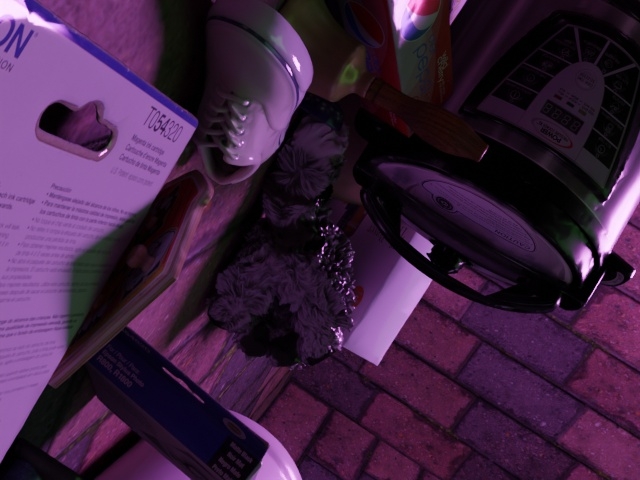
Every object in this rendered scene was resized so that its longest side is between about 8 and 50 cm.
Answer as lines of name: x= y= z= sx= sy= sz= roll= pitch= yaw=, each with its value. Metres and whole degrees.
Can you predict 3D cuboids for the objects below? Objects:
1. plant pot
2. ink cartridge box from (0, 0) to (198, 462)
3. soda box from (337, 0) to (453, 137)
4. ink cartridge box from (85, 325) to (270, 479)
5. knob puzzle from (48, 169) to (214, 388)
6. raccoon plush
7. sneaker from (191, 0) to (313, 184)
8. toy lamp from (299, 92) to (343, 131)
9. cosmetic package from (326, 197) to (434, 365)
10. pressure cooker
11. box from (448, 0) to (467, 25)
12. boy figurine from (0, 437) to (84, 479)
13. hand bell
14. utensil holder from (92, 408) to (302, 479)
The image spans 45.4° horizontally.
plant pot: x=0.128 y=-0.167 z=1.333 sx=0.284 sy=0.191 sz=0.284 roll=-56 pitch=171 yaw=-13
ink cartridge box: x=-0.216 y=0.030 z=0.419 sx=0.330 sy=0.071 sz=0.324 roll=-61 pitch=173 yaw=0
soda box: x=0.085 y=-0.237 z=0.848 sx=0.092 sy=0.083 sz=0.263 roll=-45 pitch=151 yaw=-13
ink cartridge box: x=-0.162 y=0.195 z=0.832 sx=0.045 sy=0.223 sz=0.224 roll=-47 pitch=168 yaw=-27
knob puzzle: x=-0.158 y=0.006 z=0.642 sx=0.213 sy=0.030 sz=0.213 roll=-43 pitch=-156 yaw=24
raccoon plush: x=0.000 y=0.000 z=1.223 sx=0.446 sy=0.216 sz=0.299 roll=-61 pitch=179 yaw=23
sneaker: x=-0.067 y=-0.114 z=0.668 sx=0.091 sy=0.094 sz=0.258 roll=-60 pitch=174 yaw=-16
toy lamp: x=0.065 y=-0.272 z=0.950 sx=0.274 sy=0.080 sz=0.080 roll=-56 pitch=173 yaw=9
cosmetic package: x=0.075 y=0.041 z=1.499 sx=0.284 sy=0.097 sz=0.377 roll=-59 pitch=-154 yaw=0
pressure cooker: x=0.277 y=-0.113 z=1.088 sx=0.375 sy=0.370 sz=0.420 roll=43 pitch=77 yaw=-39
box: x=0.211 y=-0.417 z=1.231 sx=0.322 sy=0.059 sz=0.232 roll=-53 pitch=162 yaw=-43
boy figurine: x=-0.344 y=0.326 z=0.720 sx=0.285 sy=0.092 sz=0.177 roll=-57 pitch=176 yaw=-31
hand bell: x=0.063 y=-0.150 z=0.792 sx=0.126 sy=0.242 sz=0.126 roll=-56 pitch=173 yaw=-11
utensil holder: x=-0.235 y=0.474 z=1.138 sx=0.327 sy=0.328 sz=0.385 roll=-60 pitch=171 yaw=20
